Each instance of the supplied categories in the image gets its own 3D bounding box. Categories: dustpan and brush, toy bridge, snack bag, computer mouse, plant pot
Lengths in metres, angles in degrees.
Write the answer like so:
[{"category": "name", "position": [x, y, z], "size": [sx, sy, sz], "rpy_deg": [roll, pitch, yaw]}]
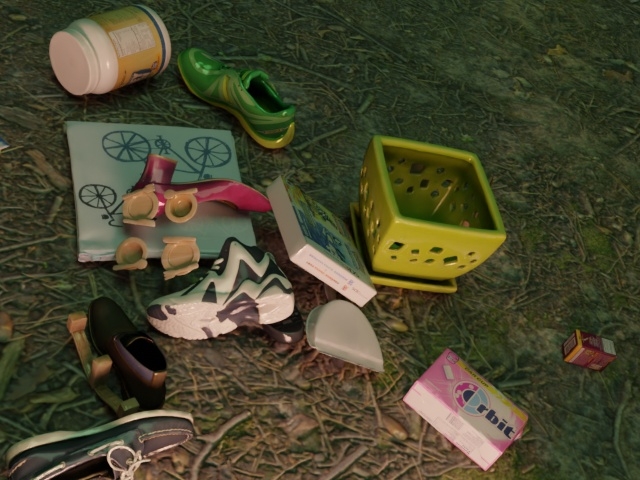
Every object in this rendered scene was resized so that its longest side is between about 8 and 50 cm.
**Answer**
[{"category": "dustpan and brush", "position": [0.031, 0.132, 1.537], "size": [0.147, 0.060, 0.211], "rpy_deg": [22, 46, -27]}, {"category": "toy bridge", "position": [-0.320, 0.192, 1.295], "size": [0.026, 0.063, 0.188], "rpy_deg": [-17, 57, -36]}, {"category": "snack bag", "position": [-0.281, -0.086, 1.595], "size": [0.323, 0.037, 0.343], "rpy_deg": [1, 48, -22]}, {"category": "computer mouse", "position": [-0.097, 0.089, 1.530], "size": [0.071, 0.041, 0.242], "rpy_deg": [-12, 49, -25]}, {"category": "plant pot", "position": [0.177, -0.035, 1.652], "size": [0.227, 0.207, 0.228], "rpy_deg": [8, 47, -19]}]

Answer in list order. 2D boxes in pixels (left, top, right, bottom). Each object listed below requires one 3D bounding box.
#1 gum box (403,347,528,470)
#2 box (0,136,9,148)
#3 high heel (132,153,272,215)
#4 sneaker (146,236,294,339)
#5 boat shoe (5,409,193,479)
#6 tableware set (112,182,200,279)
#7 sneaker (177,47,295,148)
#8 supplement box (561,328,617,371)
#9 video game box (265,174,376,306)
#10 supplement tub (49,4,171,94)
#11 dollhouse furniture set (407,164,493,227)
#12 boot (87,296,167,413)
[{"category": "gum box", "position": [0.247, 0.283, 1.488], "size": [0.188, 0.062, 0.107], "rpy_deg": [40, 45, 13]}, {"category": "box", "position": [-0.630, -0.187, 1.520], "size": [0.178, 0.042, 0.109], "rpy_deg": [42, 46, 15]}, {"category": "high heel", "position": [-0.204, -0.059, 1.545], "size": [0.244, 0.082, 0.117], "rpy_deg": [19, 81, -28]}, {"category": "sneaker", "position": [-0.170, 0.068, 1.456], "size": [0.235, 0.094, 0.153], "rpy_deg": [-12, 45, -7]}, {"category": "boat shoe", "position": [-0.287, 0.289, 1.197], "size": [0.254, 0.095, 0.079], "rpy_deg": [-6, 50, -28]}, {"category": "tableware set", "position": [-0.262, -0.016, 1.441], "size": [0.141, 0.020, 0.169], "rpy_deg": [-4, 71, 11]}, {"category": "sneaker", "position": [-0.160, -0.312, 1.812], "size": [0.295, 0.123, 0.109], "rpy_deg": [37, 44, 11]}, {"category": "supplement box", "position": [0.510, 0.209, 1.693], "size": [0.083, 0.055, 0.043], "rpy_deg": [18, 44, -11]}, {"category": "video game box", "position": [0.000, 0.000, 1.564], "size": [0.187, 0.048, 0.205], "rpy_deg": [38, 20, -38]}, {"category": "supplement tub", "position": [-0.406, -0.368, 1.728], "size": [0.144, 0.144, 0.199], "rpy_deg": [43, 46, 16]}, {"category": "dollhouse furniture set", "position": [0.269, -0.114, 1.839], "size": [0.151, 0.144, 0.123], "rpy_deg": [22, 36, 16]}, {"category": "boot", "position": [-0.280, 0.148, 1.326], "size": [0.082, 0.106, 0.219], "rpy_deg": [-14, 57, -35]}]
